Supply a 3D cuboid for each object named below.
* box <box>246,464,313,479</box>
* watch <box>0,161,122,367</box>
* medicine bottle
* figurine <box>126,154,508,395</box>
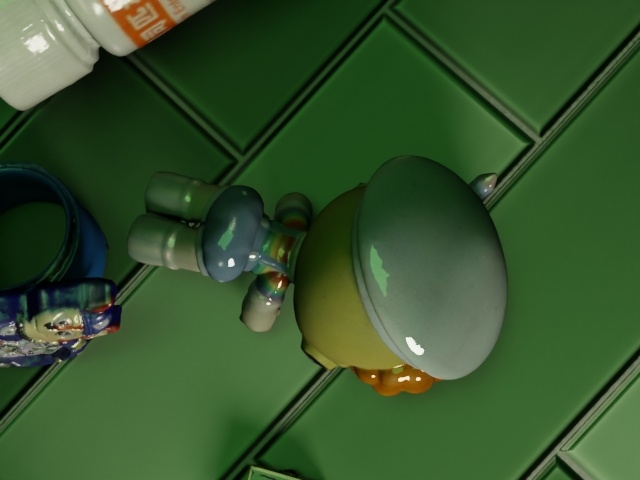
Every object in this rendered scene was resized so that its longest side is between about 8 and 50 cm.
[{"bbox_3d":[-0.040,0.272,1.384,0.079,0.035,0.083,13,84,11],"label":"box"},{"bbox_3d":[-0.304,0.022,1.414,0.196,0.171,0.200,-7,68,-4],"label":"watch"},{"bbox_3d":[-0.206,-0.310,1.414,0.371,0.211,0.211,-32,78,3],"label":"medicine bottle"},{"bbox_3d":[-0.011,0.028,1.334,0.381,0.205,0.225,0,69,11],"label":"figurine"}]
